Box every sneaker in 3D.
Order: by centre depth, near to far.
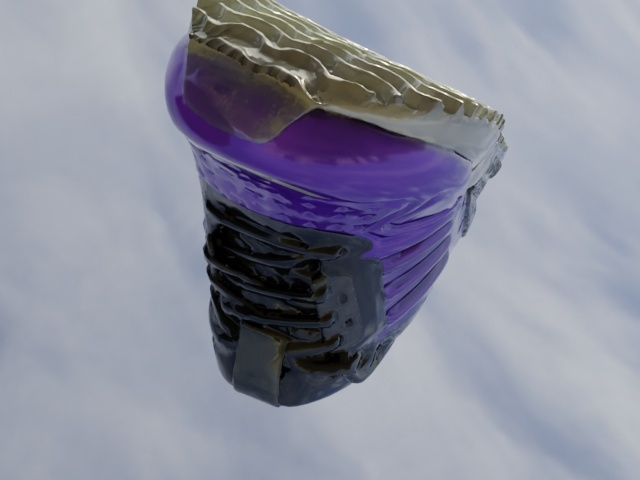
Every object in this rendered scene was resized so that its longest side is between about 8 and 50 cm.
[{"bbox_3d":[0.001,0.000,0.591,0.102,0.293,0.146,28,-87,15],"label":"sneaker"}]
